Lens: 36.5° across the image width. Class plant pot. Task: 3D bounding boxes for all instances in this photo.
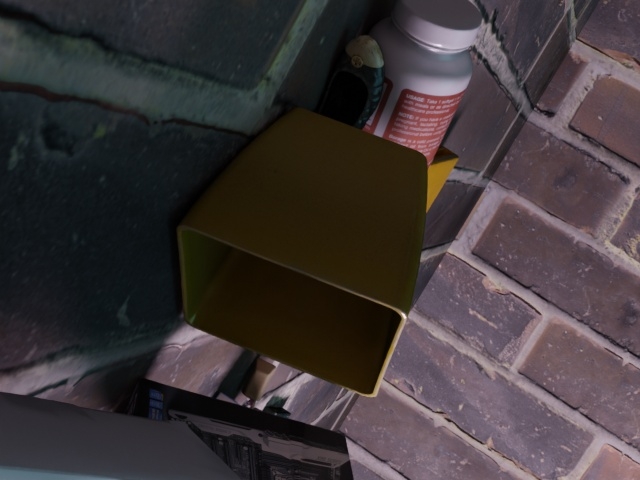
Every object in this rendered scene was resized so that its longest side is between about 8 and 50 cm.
[{"bbox_3d":[0.000,0.000,0.946,0.212,0.212,0.187,100,13,-61],"label":"plant pot"}]

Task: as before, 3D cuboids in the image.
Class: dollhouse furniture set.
[{"bbox_3d":[-0.083,0.235,1.502,0.081,0.091,0.114,-71,-173,-73],"label":"dollhouse furniture set"}]

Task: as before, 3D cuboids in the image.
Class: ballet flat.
[{"bbox_3d":[0.023,-0.135,1.012,0.049,0.057,0.173,-37,156,-48],"label":"ballet flat"}]

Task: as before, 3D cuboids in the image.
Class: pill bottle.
[{"bbox_3d":[0.093,-0.165,1.062,0.121,0.121,0.216,-44,163,-48],"label":"pill bottle"}]

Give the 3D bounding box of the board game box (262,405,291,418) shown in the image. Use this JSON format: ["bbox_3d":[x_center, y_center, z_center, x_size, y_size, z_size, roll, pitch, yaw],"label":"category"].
[{"bbox_3d":[-0.112,0.375,1.841,0.126,0.026,0.186,-57,168,-5],"label":"board game box"}]

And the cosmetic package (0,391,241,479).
[{"bbox_3d":[-0.249,0.277,0.611,0.284,0.097,0.377,24,99,-54],"label":"cosmetic package"}]

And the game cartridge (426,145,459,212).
[{"bbox_3d":[0.128,-0.022,1.765,0.324,0.052,0.285,-59,168,15],"label":"game cartridge"}]

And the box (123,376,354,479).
[{"bbox_3d":[-0.078,0.282,0.921,0.307,0.242,0.077,-101,-147,-60],"label":"box"}]

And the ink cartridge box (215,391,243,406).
[{"bbox_3d":[-0.123,0.301,1.419,0.060,0.104,0.180,-53,168,-27],"label":"ink cartridge box"}]
